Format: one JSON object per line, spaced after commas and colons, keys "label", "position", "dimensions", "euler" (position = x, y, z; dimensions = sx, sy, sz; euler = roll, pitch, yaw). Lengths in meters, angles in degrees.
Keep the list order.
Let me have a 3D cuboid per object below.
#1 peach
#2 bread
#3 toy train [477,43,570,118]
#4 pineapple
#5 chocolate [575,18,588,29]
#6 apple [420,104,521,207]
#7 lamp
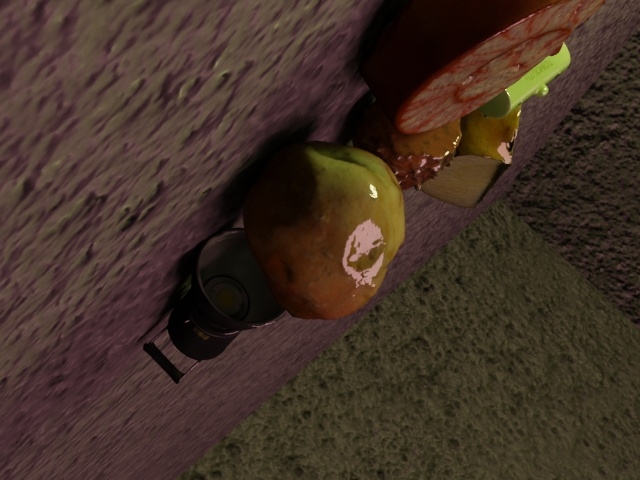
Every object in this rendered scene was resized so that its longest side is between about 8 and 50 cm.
{"label": "peach", "position": [-0.001, -0.008, 1.394], "dimensions": [0.214, 0.214, 0.235], "euler": [-18, 120, -69]}
{"label": "bread", "position": [0.199, -0.262, 1.364], "dimensions": [0.295, 0.114, 0.327], "euler": [-23, 169, -39]}
{"label": "toy train", "position": [0.308, -0.288, 1.739], "dimensions": [0.253, 0.157, 0.105], "euler": [-37, 167, -41]}
{"label": "pineapple", "position": [0.104, -0.117, 1.629], "dimensions": [0.158, 0.158, 0.278], "euler": [-40, 172, -30]}
{"label": "chocolate", "position": [0.421, -0.470, 1.570], "dimensions": [0.303, 0.100, 0.185], "euler": [-54, -153, 34]}
{"label": "apple", "position": [0.287, -0.179, 2.035], "dimensions": [0.254, 0.179, 0.346], "euler": [-31, 169, -9]}
{"label": "lamp", "position": [-0.143, 0.093, 1.537], "dimensions": [0.172, 0.147, 0.227], "euler": [-44, 179, -37]}
